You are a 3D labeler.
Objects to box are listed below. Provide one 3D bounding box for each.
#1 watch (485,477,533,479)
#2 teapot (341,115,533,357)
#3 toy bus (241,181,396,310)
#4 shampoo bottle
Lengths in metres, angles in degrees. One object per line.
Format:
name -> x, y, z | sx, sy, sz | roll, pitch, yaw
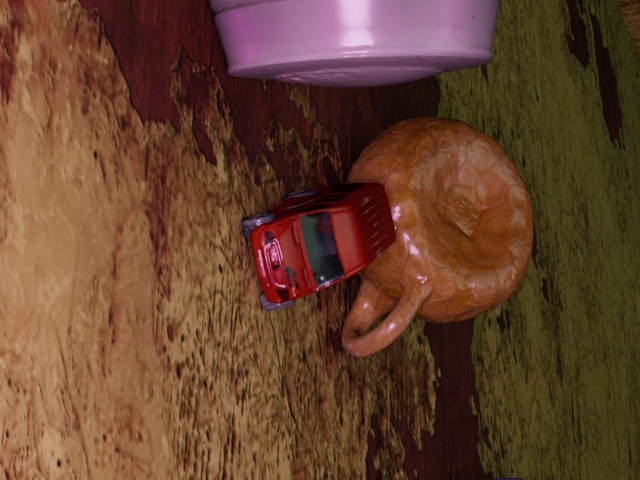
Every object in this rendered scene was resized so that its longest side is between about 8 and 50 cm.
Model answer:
watch -> 0.203, 0.364, 2.022 | 0.196, 0.171, 0.200 | -36, 126, -57
teapot -> 0.092, -0.003, 1.897 | 0.203, 0.167, 0.311 | 40, 54, -21
toy bus -> 0.000, 0.000, 1.694 | 0.195, 0.089, 0.081 | -35, 112, -70
shampoo bottle -> 0.028, -0.264, 1.635 | 0.273, 0.273, 0.266 | -10, 96, -72
